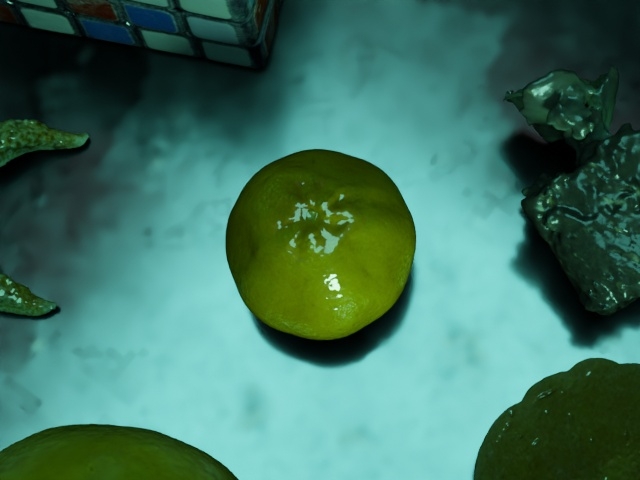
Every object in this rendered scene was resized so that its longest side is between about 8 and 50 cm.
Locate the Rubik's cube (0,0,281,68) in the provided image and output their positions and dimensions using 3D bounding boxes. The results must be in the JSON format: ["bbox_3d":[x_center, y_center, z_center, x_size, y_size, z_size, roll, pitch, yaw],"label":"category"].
[{"bbox_3d":[-0.162,-0.343,1.272,0.293,0.287,0.292,11,76,7],"label":"Rubik's cube"}]

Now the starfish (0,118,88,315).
[{"bbox_3d":[-0.384,-0.063,1.322,0.358,0.078,0.347,-23,71,-3],"label":"starfish"}]

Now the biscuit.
[{"bbox_3d":[0.212,0.197,1.188,0.181,0.049,0.208,-31,51,7],"label":"biscuit"}]

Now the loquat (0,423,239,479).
[{"bbox_3d":[-0.156,0.261,1.125,0.275,0.275,0.275,-1,74,3],"label":"loquat"}]

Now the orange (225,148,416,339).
[{"bbox_3d":[0.000,0.000,1.244,0.159,0.136,0.159,-1,71,3],"label":"orange"}]

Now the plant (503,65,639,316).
[{"bbox_3d":[0.226,-0.047,1.241,0.131,0.142,0.203,-24,78,13],"label":"plant"}]
